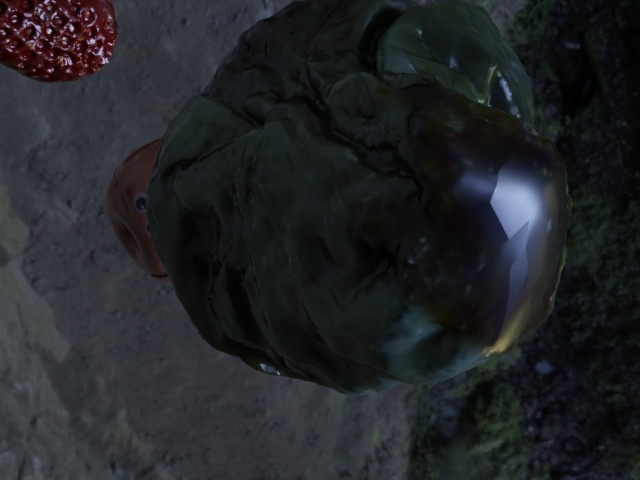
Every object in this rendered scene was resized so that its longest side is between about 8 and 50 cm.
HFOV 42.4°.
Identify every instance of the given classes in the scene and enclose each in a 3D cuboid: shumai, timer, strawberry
[{"bbox_3d":[0.022,-0.023,0.539,0.303,0.263,0.310,-2,98,-3],"label":"shumai"},{"bbox_3d":[-0.218,-0.052,1.308,0.214,0.229,0.230,-31,145,-18],"label":"timer"},{"bbox_3d":[-0.621,-0.497,1.781,0.295,0.345,0.318,-8,102,17],"label":"strawberry"}]
